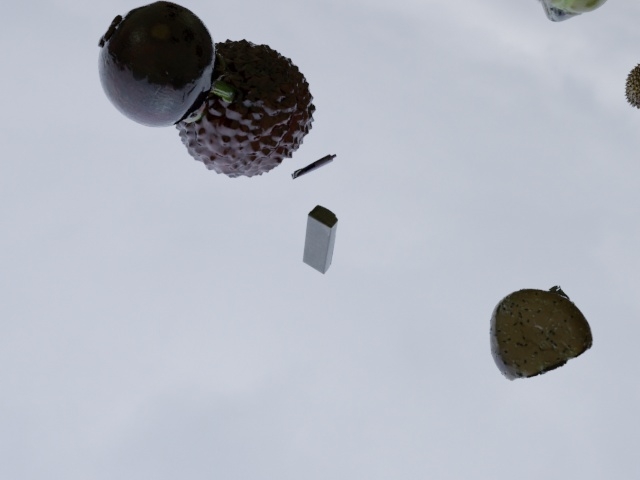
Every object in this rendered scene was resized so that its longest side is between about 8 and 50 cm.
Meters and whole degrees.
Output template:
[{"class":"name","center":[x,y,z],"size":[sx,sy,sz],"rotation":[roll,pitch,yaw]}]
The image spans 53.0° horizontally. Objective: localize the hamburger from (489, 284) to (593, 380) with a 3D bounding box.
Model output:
[{"class":"hamburger","center":[0.699,0.296,2.102],"size":[0.276,0.318,0.195],"rotation":[64,-165,19]}]

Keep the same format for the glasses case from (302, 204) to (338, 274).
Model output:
[{"class":"glasses case","center":[0.000,0.000,1.597],"size":[0.071,0.205,0.047],"rotation":[31,-123,16]}]

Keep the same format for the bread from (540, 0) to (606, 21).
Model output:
[{"class":"bread","center":[0.606,-0.737,1.589],"size":[0.251,0.208,0.376],"rotation":[-14,-92,-67]}]

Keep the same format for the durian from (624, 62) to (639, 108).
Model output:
[{"class":"durian","center":[0.852,-0.391,1.630],"size":[0.137,0.158,0.168],"rotation":[5,-126,47]}]

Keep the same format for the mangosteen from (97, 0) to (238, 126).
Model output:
[{"class":"mangosteen","center":[-0.367,-0.414,1.588],"size":[0.360,0.306,0.306],"rotation":[31,-146,-22]}]

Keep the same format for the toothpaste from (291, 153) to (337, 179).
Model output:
[{"class":"toothpaste","center":[-0.022,-0.253,2.184],"size":[0.170,0.028,0.045],"rotation":[-26,-145,5]}]

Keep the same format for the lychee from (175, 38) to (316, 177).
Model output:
[{"class":"lychee","center":[-0.252,-0.397,1.956],"size":[0.500,0.424,0.425],"rotation":[8,-152,35]}]
